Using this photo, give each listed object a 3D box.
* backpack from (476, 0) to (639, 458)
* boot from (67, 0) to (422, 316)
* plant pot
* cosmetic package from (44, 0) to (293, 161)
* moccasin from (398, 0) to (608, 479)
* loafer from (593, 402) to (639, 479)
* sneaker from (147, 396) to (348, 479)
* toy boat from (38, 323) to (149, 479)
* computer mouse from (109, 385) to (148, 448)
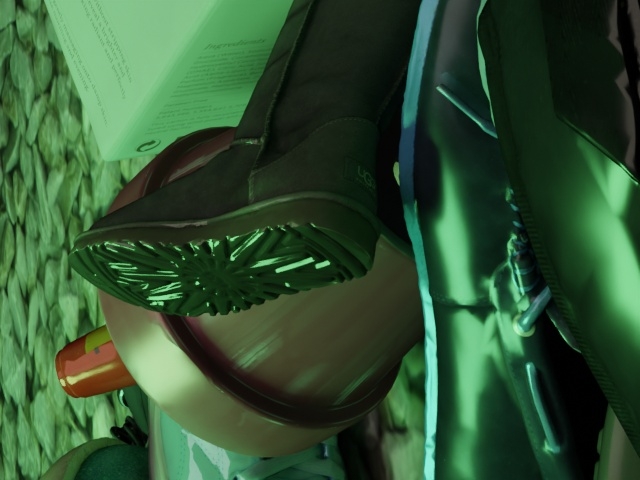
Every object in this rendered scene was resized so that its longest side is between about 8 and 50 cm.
[{"bbox_3d":[0.189,0.017,0.342,0.355,0.273,0.290,45,164,-16],"label":"backpack"},{"bbox_3d":[-0.021,-0.070,0.714,0.189,0.076,0.209,-7,56,32],"label":"boot"},{"bbox_3d":[0.000,0.000,0.834,0.180,0.201,0.201,-37,60,40],"label":"plant pot"},{"bbox_3d":[-0.041,-0.230,0.868,0.385,0.156,0.217,-40,67,54],"label":"cosmetic package"},{"bbox_3d":[0.120,0.010,0.674,0.116,0.137,0.342,18,130,36],"label":"moccasin"},{"bbox_3d":[0.190,0.001,0.551,0.130,0.134,0.366,11,112,31],"label":"loafer"},{"bbox_3d":[-0.045,0.099,0.974,0.150,0.135,0.366,-59,44,50],"label":"sneaker"},{"bbox_3d":[-0.119,0.185,1.087,0.267,0.148,0.318,50,-156,-53],"label":"toy boat"},{"bbox_3d":[-0.147,0.136,1.252,0.184,0.060,0.262,54,139,47],"label":"computer mouse"}]
